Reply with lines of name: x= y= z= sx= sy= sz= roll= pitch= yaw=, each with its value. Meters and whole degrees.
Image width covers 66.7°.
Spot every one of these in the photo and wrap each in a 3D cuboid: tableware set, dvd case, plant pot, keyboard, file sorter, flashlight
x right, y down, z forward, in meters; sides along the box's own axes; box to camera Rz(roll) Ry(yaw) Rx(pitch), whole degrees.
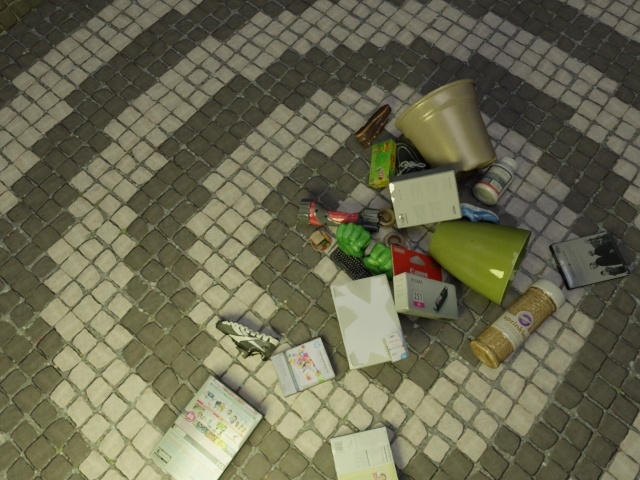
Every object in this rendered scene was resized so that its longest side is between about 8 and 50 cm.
tableware set: x=0.264 y=-0.043 z=1.848 sx=0.128 sy=0.039 sz=0.194 roll=-15 pitch=70 yaw=-5
dvd case: x=0.996 y=0.072 z=1.801 sx=0.239 sy=0.029 sz=0.179 roll=-12 pitch=69 yaw=-3
plant pot: x=0.501 y=-0.387 z=1.852 sx=0.334 sy=0.334 sz=0.305 roll=-23 pitch=81 yaw=-8
keyboard: x=0.130 y=0.083 z=1.811 sx=0.108 sy=0.023 sz=0.180 roll=-42 pitch=75 yaw=-14
file sorter: x=0.156 y=0.287 z=1.651 sx=0.193 sy=0.173 sz=0.277 roll=-12 pitch=70 yaw=-5
plant pot: x=0.543 y=0.045 z=1.715 sx=0.293 sy=0.275 sz=0.275 roll=23 pitch=70 yaw=24
flashlight: x=0.070 y=-0.097 z=1.821 sx=0.304 sy=0.103 sz=0.103 roll=5 pitch=82 yaw=11

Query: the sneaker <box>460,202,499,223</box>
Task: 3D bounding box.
sneaker: x=0.601 y=-0.088 z=1.861 sx=0.162 sy=0.063 sz=0.073 roll=18 pitch=88 yaw=12

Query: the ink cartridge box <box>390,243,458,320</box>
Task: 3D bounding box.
ink cartridge box: x=0.363 y=0.145 z=1.683 sx=0.275 sy=0.060 sz=0.239 roll=16 pitch=64 yaw=-37

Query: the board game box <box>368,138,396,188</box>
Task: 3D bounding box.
board game box: x=0.247 y=-0.302 z=1.921 sx=0.092 sy=0.043 sz=0.181 roll=-11 pitch=63 yaw=39

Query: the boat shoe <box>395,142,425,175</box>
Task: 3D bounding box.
boat shoe: x=0.354 y=-0.262 z=1.896 sx=0.113 sy=0.105 sz=0.306 roll=-10 pitch=69 yaw=-3

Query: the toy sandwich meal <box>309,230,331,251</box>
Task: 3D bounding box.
toy sandwich meal: x=0.000 y=0.000 z=1.839 sx=0.085 sy=0.029 sz=0.085 roll=0 pitch=69 yaw=1

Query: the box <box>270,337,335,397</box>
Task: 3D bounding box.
box: x=-0.060 y=0.436 z=1.669 sx=0.186 sy=0.038 sz=0.145 roll=-19 pitch=70 yaw=-8

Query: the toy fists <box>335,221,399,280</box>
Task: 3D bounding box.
toy fists: x=0.169 y=0.039 z=1.742 sx=0.279 sy=0.142 sz=0.096 roll=40 pitch=64 yaw=14

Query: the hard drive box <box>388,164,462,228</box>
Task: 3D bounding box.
hard drive box: x=0.380 y=-0.157 z=1.758 sx=0.232 sy=0.089 sz=0.181 roll=-9 pitch=109 yaw=17

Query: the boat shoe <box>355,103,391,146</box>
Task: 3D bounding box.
boat shoe: x=0.227 y=-0.473 z=2.004 sx=0.207 sy=0.073 sz=0.073 roll=-48 pitch=113 yaw=-12

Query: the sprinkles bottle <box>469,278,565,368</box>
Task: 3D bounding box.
sprinkles bottle: x=0.680 y=0.284 z=1.675 sx=0.355 sy=0.121 sz=0.121 roll=-39 pitch=73 yaw=-13

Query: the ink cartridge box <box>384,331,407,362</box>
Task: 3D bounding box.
ink cartridge box: x=0.235 y=0.335 z=1.527 sx=0.048 sy=0.028 sz=0.083 roll=-16 pitch=71 yaw=-7

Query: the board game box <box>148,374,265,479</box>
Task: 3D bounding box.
board game box: x=-0.359 y=0.627 z=1.569 sx=0.224 sy=0.097 sz=0.303 roll=35 pitch=75 yaw=12

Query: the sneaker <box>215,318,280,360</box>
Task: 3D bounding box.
sneaker: x=-0.266 y=0.350 z=1.683 sx=0.234 sy=0.078 sz=0.106 roll=19 pitch=68 yaw=6

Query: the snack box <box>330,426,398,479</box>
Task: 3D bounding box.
snack box: x=0.152 y=0.770 z=1.525 sx=0.187 sy=0.060 sz=0.322 roll=-11 pitch=69 yaw=-3

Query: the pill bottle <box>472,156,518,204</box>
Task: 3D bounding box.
pill bottle: x=0.682 y=-0.234 z=1.881 sx=0.108 sy=0.108 sz=0.180 roll=38 pitch=73 yaw=14
